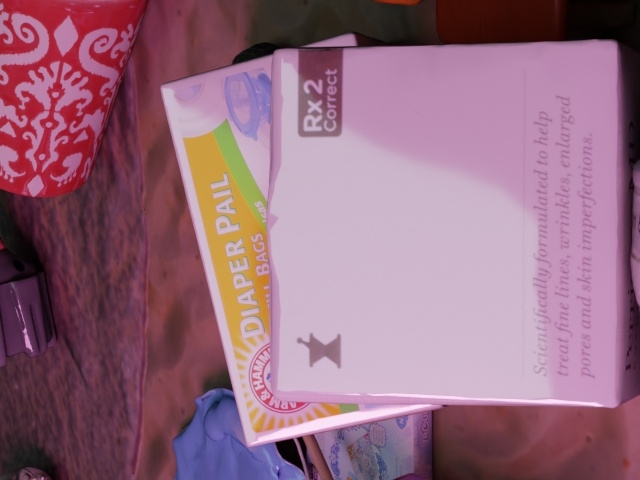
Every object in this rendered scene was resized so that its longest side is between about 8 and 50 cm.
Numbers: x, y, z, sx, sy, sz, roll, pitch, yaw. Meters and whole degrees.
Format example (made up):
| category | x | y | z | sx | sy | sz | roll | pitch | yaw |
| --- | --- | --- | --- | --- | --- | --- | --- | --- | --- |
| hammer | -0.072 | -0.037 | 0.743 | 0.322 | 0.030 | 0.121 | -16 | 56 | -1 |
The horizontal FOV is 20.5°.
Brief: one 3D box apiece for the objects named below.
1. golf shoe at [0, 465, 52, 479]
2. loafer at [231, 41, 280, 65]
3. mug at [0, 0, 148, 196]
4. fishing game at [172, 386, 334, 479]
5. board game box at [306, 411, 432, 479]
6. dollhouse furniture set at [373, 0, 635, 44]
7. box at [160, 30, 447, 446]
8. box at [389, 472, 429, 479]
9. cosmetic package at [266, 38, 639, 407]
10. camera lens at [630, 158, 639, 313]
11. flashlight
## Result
| category | x | y | z | sx | sy | sz | roll | pitch | yaw |
| --- | --- | --- | --- | --- | --- | --- | --- | --- | --- |
| golf shoe | -0.205 | 0.259 | 1.338 | 0.086 | 0.069 | 0.176 | 141 | 113 | -66 |
| loafer | -0.029 | -0.034 | 1.056 | 0.062 | 0.061 | 0.170 | -17 | 87 | 49 |
| mug | -0.173 | -0.130 | 1.180 | 0.113 | 0.150 | 0.169 | 21 | 127 | 2 |
| fishing game | -0.046 | 0.186 | 1.145 | 0.189 | 0.041 | 0.264 | 62 | 144 | 30 |
| board game box | 0.029 | 0.120 | 1.063 | 0.090 | 0.020 | 0.090 | 13 | 109 | 45 |
| dollhouse furniture set | 0.087 | -0.215 | 0.827 | 0.262 | 0.135 | 0.259 | 14 | 110 | 45 |
| box | 0.000 | 0.000 | 0.971 | 0.114 | 0.103 | 0.203 | -14 | 89 | 13 |
| box | 0.094 | 0.277 | 0.947 | 0.243 | 0.117 | 0.213 | 21 | 115 | 37 |
| cosmetic package | 0.077 | -0.007 | 0.800 | 0.151 | 0.184 | 0.151 | 0 | 91 | 19 |
| camera lens | 0.236 | 0.063 | 0.673 | 0.219 | 0.219 | 0.274 | 0 | 100 | 48 |
| flashlight | -0.259 | -0.061 | 1.282 | 0.103 | 0.103 | 0.304 | -13 | 96 | 14 |
